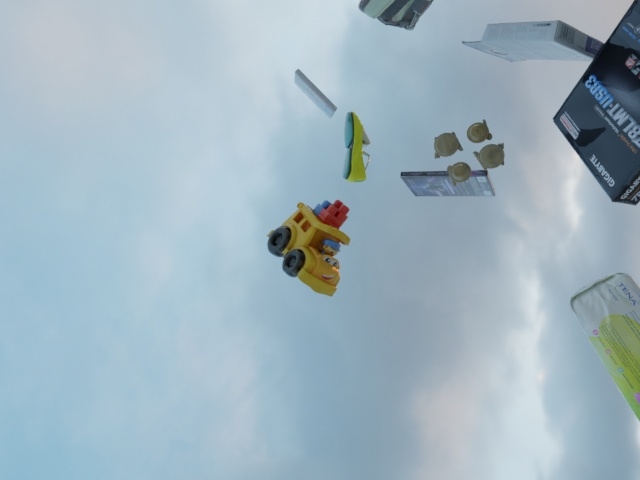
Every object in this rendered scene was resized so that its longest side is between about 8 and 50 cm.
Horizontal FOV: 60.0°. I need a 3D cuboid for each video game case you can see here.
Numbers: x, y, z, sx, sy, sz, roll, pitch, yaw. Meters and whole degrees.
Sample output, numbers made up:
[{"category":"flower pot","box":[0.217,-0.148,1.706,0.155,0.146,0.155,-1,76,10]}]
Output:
[{"category":"video game case","box":[-0.016,-0.428,1.625,0.157,0.143,0.019,45,-90,-6]},{"category":"video game case","box":[0.422,-0.185,1.824,0.196,0.275,0.026,32,-116,-62]}]

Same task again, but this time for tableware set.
[{"category":"tableware set","box":[0.374,-0.225,1.400,0.020,0.169,0.141,21,-131,-66]}]

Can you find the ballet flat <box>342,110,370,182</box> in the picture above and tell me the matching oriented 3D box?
[{"category":"ballet flat","box":[0.109,-0.272,1.632,0.077,0.077,0.230,9,-112,-14]}]

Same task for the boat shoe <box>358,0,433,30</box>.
[{"category":"boat shoe","box":[0.140,-0.317,0.611,0.095,0.257,0.095,28,-103,-16]}]

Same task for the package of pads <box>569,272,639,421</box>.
[{"category":"package of pads","box":[0.495,0.191,0.835,0.296,0.101,0.229,62,-160,17]}]

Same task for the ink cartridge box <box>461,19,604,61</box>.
[{"category":"ink cartridge box","box":[0.467,-0.434,1.217,0.223,0.224,0.045,-2,-75,-42]}]

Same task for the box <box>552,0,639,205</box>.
[{"category":"box","box":[0.621,-0.273,1.093,0.074,0.293,0.295,9,-136,-17]}]

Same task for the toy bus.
[{"category":"toy bus","box":[0.000,0.000,1.376,0.149,0.211,0.220,34,-168,-40]}]
